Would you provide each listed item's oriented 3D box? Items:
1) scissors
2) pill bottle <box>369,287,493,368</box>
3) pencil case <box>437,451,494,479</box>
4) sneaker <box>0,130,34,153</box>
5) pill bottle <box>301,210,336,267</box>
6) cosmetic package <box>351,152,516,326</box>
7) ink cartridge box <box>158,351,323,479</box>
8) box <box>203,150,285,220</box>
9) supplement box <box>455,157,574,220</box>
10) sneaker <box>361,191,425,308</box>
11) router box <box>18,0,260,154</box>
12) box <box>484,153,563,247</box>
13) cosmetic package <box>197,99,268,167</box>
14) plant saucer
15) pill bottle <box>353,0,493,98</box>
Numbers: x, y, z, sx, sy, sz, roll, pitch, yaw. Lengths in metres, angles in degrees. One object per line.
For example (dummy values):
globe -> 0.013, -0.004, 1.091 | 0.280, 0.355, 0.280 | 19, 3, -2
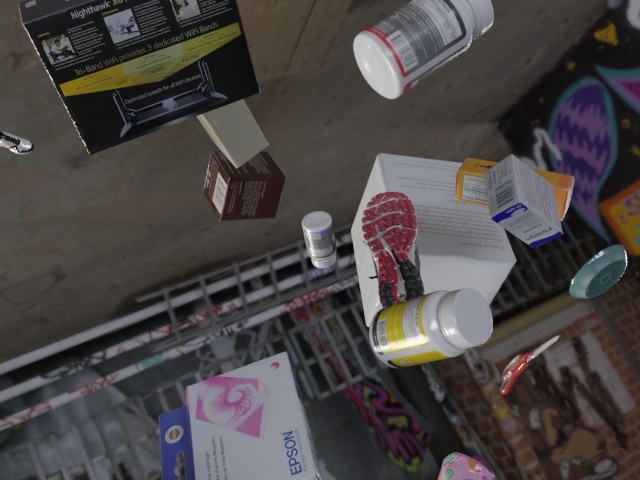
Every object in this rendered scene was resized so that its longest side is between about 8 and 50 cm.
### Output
scissors -> 0.528, 0.289, 1.736 | 0.109, 0.021, 0.297 | -54, 171, -44
pill bottle -> 0.196, 0.156, 1.229 | 0.119, 0.119, 0.208 | -15, 174, -41
pencil case -> 0.269, 0.605, 1.486 | 0.284, 0.124, 0.124 | -56, 177, -21
sneaker -> -0.764, -0.243, 1.694 | 0.109, 0.040, 0.044 | 13, 164, -11
pill bottle -> 0.000, 0.000, 1.764 | 0.078, 0.078, 0.137 | -23, 131, -15
cosmetic package -> 0.298, 0.009, 1.963 | 0.329, 0.394, 0.328 | 6, 135, -12
ink cartridge box -> -0.185, 0.413, 1.409 | 0.329, 0.324, 0.072 | -20, 130, -1
box -> -0.249, -0.179, 2.229 | 0.203, 0.167, 0.169 | -4, 129, -31
supplement box -> 0.409, -0.112, 1.461 | 0.078, 0.233, 0.080 | -44, 143, -50
sneaker -> 0.154, 0.037, 1.472 | 0.120, 0.300, 0.112 | -6, 161, 7
router box -> -0.273, -0.300, 1.088 | 0.308, 0.081, 0.243 | -22, 137, -10
box -> 0.391, -0.074, 1.327 | 0.137, 0.126, 0.072 | 29, 136, -28
cosmetic package -> -0.261, -0.343, 1.724 | 0.113, 0.160, 0.309 | -37, 145, -6
plant saucer -> 0.477, 0.059, 1.165 | 0.119, 0.021, 0.119 | -21, 139, -19
pill bottle -> 0.228, -0.450, 1.508 | 0.283, 0.161, 0.161 | -35, 169, -12
